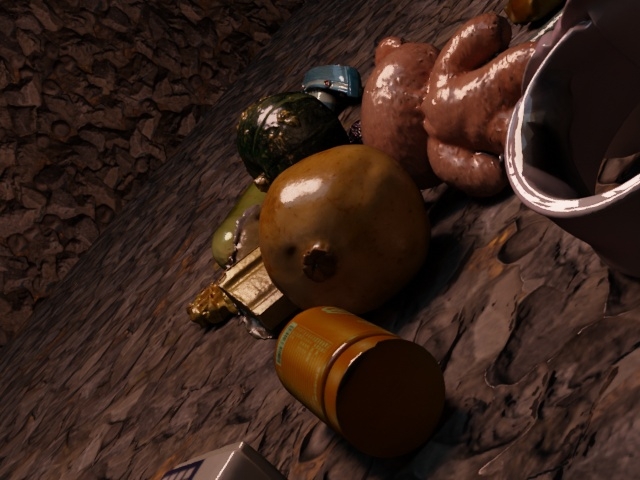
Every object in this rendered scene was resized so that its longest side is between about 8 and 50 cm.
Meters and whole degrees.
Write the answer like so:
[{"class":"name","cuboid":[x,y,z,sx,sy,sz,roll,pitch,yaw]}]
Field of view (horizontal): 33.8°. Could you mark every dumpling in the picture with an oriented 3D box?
[{"class":"dumpling","cuboid":[-0.024,0.013,1.320,0.166,0.086,0.332,7,44,28]}]

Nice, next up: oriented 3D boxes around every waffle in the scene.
[{"class":"waffle","cuboid":[-0.115,0.051,1.521,0.192,0.046,0.161,-29,24,44]}]

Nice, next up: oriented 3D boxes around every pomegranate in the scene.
[{"class":"pomegranate","cuboid":[0.021,-0.008,1.096,0.196,0.196,0.196,-40,16,14]}]

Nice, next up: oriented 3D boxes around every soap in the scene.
[{"class":"soap","cuboid":[0.000,0.001,1.234,0.252,0.037,0.092,-39,46,-17]}]

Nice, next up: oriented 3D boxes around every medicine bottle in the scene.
[{"class":"medicine bottle","cuboid":[0.027,0.115,0.904,0.096,0.096,0.192,-47,15,-9]}]

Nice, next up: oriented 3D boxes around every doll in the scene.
[{"class":"doll","cuboid":[0.181,-0.135,1.140,0.303,0.156,0.201,1,85,42]}]

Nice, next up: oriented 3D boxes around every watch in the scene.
[{"class":"watch","cuboid":[0.246,-0.080,0.795,0.244,0.196,0.231,-28,44,47]}]

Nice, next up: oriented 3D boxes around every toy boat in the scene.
[{"class":"toy boat","cuboid":[0.022,-0.265,1.965,0.215,0.088,0.102,-178,98,-68]}]

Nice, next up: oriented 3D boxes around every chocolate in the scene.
[{"class":"chocolate","cuboid":[0.077,-0.129,1.494,0.070,0.072,0.147,-4,23,-9]}]

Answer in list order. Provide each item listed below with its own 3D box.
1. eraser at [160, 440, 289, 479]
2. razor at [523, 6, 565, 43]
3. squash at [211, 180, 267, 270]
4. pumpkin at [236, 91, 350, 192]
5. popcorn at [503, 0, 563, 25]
[{"class":"eraser","cuboid":[-0.132,0.300,0.853,0.124,0.081,0.279,-28,22,45]},{"class":"razor","cuboid":[0.278,-0.250,1.313,0.232,0.068,0.106,-42,13,34]},{"class":"squash","cuboid":[-0.111,-0.027,1.663,0.083,0.083,0.250,-36,14,27]},{"class":"pumpkin","cuboid":[-0.036,-0.126,1.509,0.146,0.190,0.190,-30,7,-29]},{"class":"popcorn","cuboid":[0.316,-0.493,1.473,0.290,0.325,0.321,-36,61,15]}]
